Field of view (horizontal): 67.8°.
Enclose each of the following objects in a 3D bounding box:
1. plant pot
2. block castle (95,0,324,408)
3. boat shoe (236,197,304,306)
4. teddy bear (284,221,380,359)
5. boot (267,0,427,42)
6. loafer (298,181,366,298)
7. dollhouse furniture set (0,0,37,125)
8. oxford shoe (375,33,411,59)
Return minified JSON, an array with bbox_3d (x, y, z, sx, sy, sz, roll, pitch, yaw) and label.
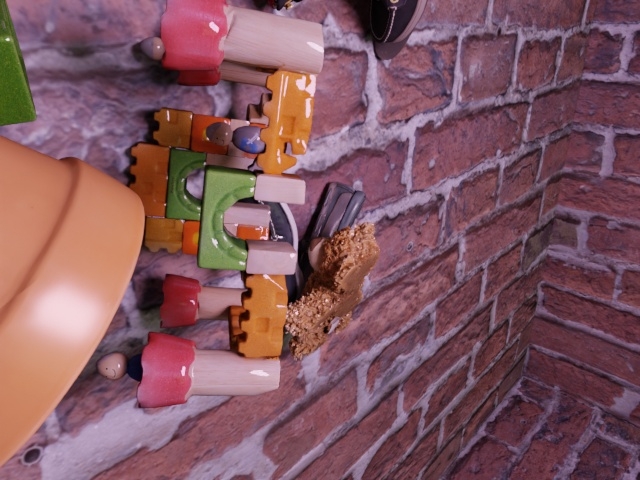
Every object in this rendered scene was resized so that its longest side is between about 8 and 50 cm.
[{"bbox_3d":[-0.313,0.019,0.364,0.203,0.291,0.290,43,73,-39],"label":"plant pot"},{"bbox_3d":[-0.151,-0.055,0.612,0.213,0.303,0.452,5,104,-14],"label":"block castle"},{"bbox_3d":[-0.101,0.023,0.868,0.091,0.115,0.302,-46,135,-35],"label":"boat shoe"},{"bbox_3d":[0.009,0.099,0.926,0.245,0.113,0.337,-41,158,-21],"label":"teddy bear"},{"bbox_3d":[0.043,-0.447,0.780,0.285,0.138,0.377,-21,167,-9],"label":"boot"},{"bbox_3d":[0.000,0.000,1.019,0.267,0.084,0.096,-60,171,-2],"label":"loafer"},{"bbox_3d":[-0.402,-0.098,0.506,0.198,0.151,0.301,-16,140,-26],"label":"dollhouse furniture set"},{"bbox_3d":[0.168,-0.487,0.999,0.076,0.076,0.212,-79,-174,-70],"label":"oxford shoe"}]
